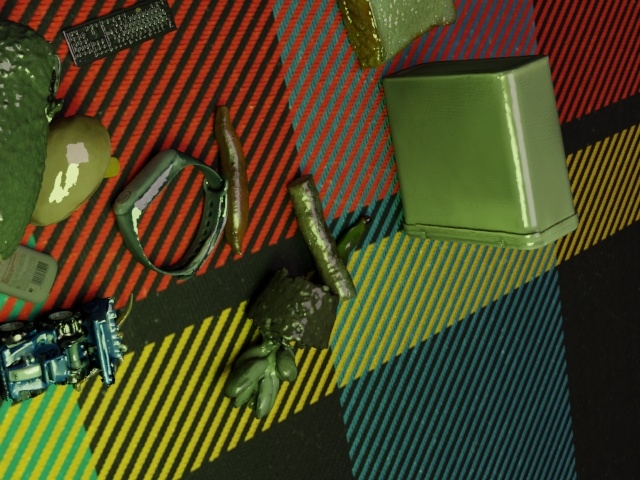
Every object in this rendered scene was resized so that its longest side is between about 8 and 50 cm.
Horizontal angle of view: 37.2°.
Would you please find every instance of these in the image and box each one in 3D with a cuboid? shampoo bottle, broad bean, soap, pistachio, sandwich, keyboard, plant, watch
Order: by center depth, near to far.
[{"bbox_3d":[-0.478,0.037,1.425,0.165,0.040,0.080,26,81,-40],"label":"shampoo bottle"},{"bbox_3d":[-0.390,-0.108,1.429,0.126,0.108,0.185,33,88,-1],"label":"pistachio"},{"bbox_3d":[-0.360,-0.112,1.522,0.089,0.012,0.034,-18,109,-38],"label":"soap"},{"bbox_3d":[-0.318,-0.336,1.524,0.198,0.010,0.064,-31,115,-34],"label":"keyboard"},{"bbox_3d":[-0.241,-0.046,1.605,0.206,0.068,0.193,-53,130,-18],"label":"watch"},{"bbox_3d":[-0.072,0.193,1.738,0.146,0.149,0.275,37,76,-39],"label":"plant"},{"bbox_3d":[0.151,-0.483,1.863,0.251,0.087,0.226,-37,119,-31],"label":"sandwich"},{"bbox_3d":[0.021,0.066,1.868,0.060,0.043,0.298,44,67,-46],"label":"broad bean"}]

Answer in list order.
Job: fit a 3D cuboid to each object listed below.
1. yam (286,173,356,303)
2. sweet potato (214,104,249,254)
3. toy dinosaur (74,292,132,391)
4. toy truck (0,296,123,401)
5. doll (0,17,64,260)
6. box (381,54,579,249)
[{"bbox_3d":[0.000,0.000,1.798,0.061,0.061,0.253,-28,102,-35],"label":"yam"},{"bbox_3d":[-0.155,-0.106,1.679,0.057,0.057,0.265,-8,96,-40],"label":"sweet potato"},{"bbox_3d":[-0.342,0.174,1.570,0.058,0.037,0.180,34,75,-44],"label":"toy dinosaur"},{"bbox_3d":[-0.391,0.169,1.459,0.208,0.126,0.113,-18,110,-34],"label":"toy truck"},{"bbox_3d":[-0.483,-0.134,1.275,0.247,0.247,0.350,22,86,-41],"label":"doll"},{"bbox_3d":[0.306,-0.176,1.877,0.177,0.352,0.344,-26,112,-36],"label":"box"}]
